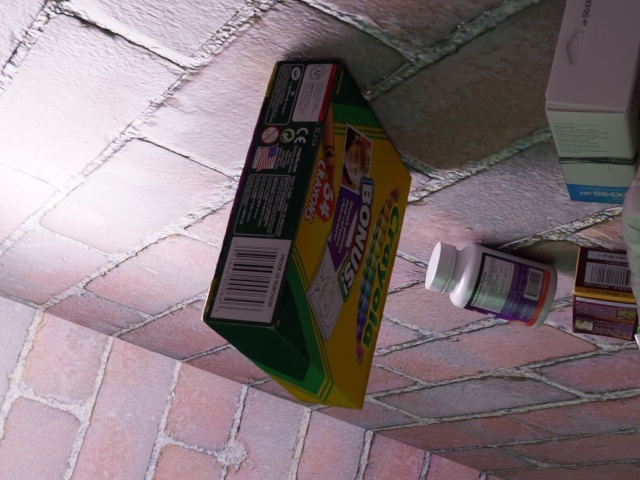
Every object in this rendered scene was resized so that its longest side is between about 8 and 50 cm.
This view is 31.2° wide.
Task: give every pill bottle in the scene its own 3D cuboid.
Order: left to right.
[{"bbox_3d":[0.272,0.066,1.845,0.194,0.108,0.108,16,159,-3],"label":"pill bottle"}]

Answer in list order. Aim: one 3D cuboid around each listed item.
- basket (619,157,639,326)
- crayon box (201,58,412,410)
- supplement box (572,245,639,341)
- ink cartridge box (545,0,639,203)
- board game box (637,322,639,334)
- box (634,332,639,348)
[{"bbox_3d":[0.498,-0.056,1.173,0.329,0.266,0.331,6,158,21],"label":"basket"},{"bbox_3d":[0.000,0.000,1.500,0.106,0.362,0.313,3,157,25],"label":"crayon box"},{"bbox_3d":[0.455,0.086,1.814,0.104,0.080,0.188,8,158,15],"label":"supplement box"},{"bbox_3d":[0.306,-0.148,1.225,0.086,0.148,0.203,7,158,22],"label":"ink cartridge box"},{"bbox_3d":[0.664,0.178,1.987,0.260,0.030,0.136,23,160,-21],"label":"board game box"},{"bbox_3d":[0.615,0.160,1.853,0.186,0.038,0.145,-21,147,15],"label":"box"}]
